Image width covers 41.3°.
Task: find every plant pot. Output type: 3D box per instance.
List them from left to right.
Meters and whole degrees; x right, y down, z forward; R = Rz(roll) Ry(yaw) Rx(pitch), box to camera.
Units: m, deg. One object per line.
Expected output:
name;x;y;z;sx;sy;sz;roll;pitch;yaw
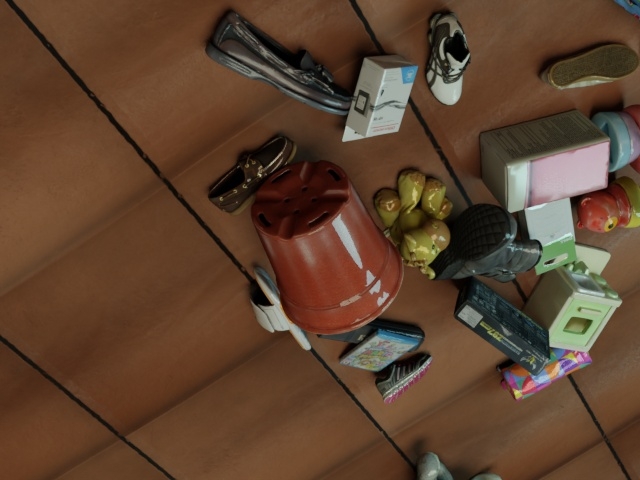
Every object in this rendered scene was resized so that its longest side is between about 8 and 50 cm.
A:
plant pot;0.000;0.000;1.684;0.272;0.272;0.265;-26;135;1

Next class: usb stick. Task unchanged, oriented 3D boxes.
usb stick;0.120;0.220;2.029;0.278;0.045;0.077;12;122;-24

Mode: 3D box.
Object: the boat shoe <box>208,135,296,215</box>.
boat shoe;-0.138;-0.135;1.698;0.207;0.073;0.073;-45;126;15

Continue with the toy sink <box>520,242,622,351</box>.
toy sink;0.624;0.142;2.071;0.152;0.131;0.234;12;119;-23

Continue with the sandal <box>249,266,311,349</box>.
sandal;-0.102;0.173;1.898;0.076;0.102;0.265;-29;128;1

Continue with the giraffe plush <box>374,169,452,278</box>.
giraffe plush;0.206;-0.020;1.816;0.181;0.170;0.210;22;114;-28

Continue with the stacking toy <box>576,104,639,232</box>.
stacking toy;0.659;-0.117;1.823;0.130;0.279;0.309;-14;121;-9

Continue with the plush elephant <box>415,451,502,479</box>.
plush elephant;0.394;0.746;2.336;0.255;0.272;0.330;-3;153;1

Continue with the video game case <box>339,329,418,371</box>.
video game case;0.139;0.268;2.042;0.119;0.015;0.166;17;140;-28

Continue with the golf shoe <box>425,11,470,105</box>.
golf shoe;0.252;-0.342;1.663;0.077;0.094;0.198;-18;127;-6

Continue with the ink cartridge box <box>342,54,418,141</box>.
ink cartridge box;0.116;-0.268;1.667;0.104;0.060;0.180;-17;133;-43

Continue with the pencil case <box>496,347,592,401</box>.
pencil case;0.582;0.329;2.209;0.236;0.104;0.104;-27;126;5

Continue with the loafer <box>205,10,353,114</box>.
loafer;-0.060;-0.326;1.578;0.302;0.109;0.095;20;111;-23

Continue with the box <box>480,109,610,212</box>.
box;0.475;-0.170;1.808;0.232;0.149;0.127;-15;126;-6

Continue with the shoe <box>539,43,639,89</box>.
shoe;0.559;-0.361;1.769;0.219;0.058;0.077;-12;95;-13

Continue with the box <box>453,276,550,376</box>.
box;0.421;0.193;1.958;0.232;0.183;0.059;37;111;1

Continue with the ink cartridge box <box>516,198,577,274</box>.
ink cartridge box;0.524;-0.030;1.969;0.109;0.062;0.209;-22;126;-1

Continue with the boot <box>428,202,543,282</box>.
boot;0.396;0.008;1.862;0.222;0.118;0.338;3;165;-18

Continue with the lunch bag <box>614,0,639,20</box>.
lunch bag;0.693;-0.552;1.589;0.221;0.138;0.293;39;100;3

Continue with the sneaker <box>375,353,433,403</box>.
sneaker;0.205;0.329;2.117;0.170;0.075;0.063;-37;155;-15
